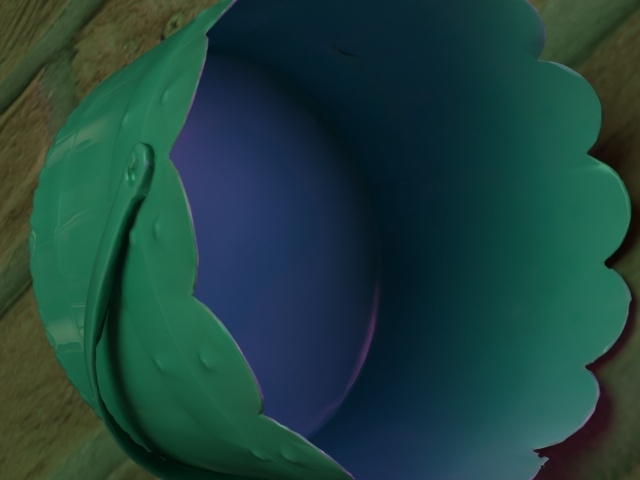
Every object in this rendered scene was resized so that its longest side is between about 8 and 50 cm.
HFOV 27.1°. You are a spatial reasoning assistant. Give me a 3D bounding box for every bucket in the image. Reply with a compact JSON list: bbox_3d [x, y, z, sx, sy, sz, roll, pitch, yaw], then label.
[{"bbox_3d":[0.000,0.000,0.672,0.183,0.281,0.281,-13,58,52],"label":"bucket"}]
